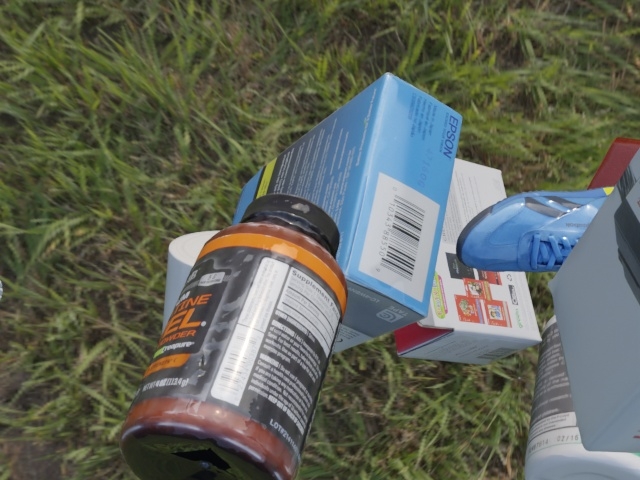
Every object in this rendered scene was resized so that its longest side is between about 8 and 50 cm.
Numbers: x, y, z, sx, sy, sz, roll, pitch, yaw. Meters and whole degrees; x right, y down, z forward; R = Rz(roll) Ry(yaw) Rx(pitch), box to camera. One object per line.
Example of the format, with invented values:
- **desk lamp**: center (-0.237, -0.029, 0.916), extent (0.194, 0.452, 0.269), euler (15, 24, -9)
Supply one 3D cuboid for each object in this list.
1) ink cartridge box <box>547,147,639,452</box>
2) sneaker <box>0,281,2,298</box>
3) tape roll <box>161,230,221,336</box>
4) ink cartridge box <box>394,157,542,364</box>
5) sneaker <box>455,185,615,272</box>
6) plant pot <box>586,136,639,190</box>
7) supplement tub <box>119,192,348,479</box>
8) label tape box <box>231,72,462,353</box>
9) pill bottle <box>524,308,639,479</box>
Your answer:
- **ink cartridge box**: center (0.283, 0.004, 0.490), extent (0.223, 0.307, 0.129), euler (3, 57, -7)
- **sneaker**: center (-0.440, 0.076, 1.134), extent (0.071, 0.190, 0.083), euler (43, 52, 14)
- **tape roll**: center (-0.130, 0.096, 1.521), extent (0.246, 0.246, 0.169), euler (11, 106, 13)
- **ink cartridge box**: center (0.184, 0.024, 1.477), extent (0.130, 0.272, 0.309), euler (-32, 57, 43)
- **sneaker**: center (0.230, -0.001, 0.859), extent (0.209, 0.069, 0.082), euler (-8, 34, -16)
- **plant pot**: center (0.615, -0.049, 1.705), extent (0.236, 0.267, 0.267), euler (32, 101, 26)
- **supplement tub**: center (-0.044, 0.062, 0.586), extent (0.106, 0.106, 0.197), euler (7, 48, 13)
- **label tape box**: center (0.000, 0.000, 1.077), extent (0.115, 0.348, 0.249), euler (25, 61, -21)
- **pill bottle**: center (0.436, 0.226, 1.452), extent (0.204, 0.204, 0.361), euler (7, 52, 13)
